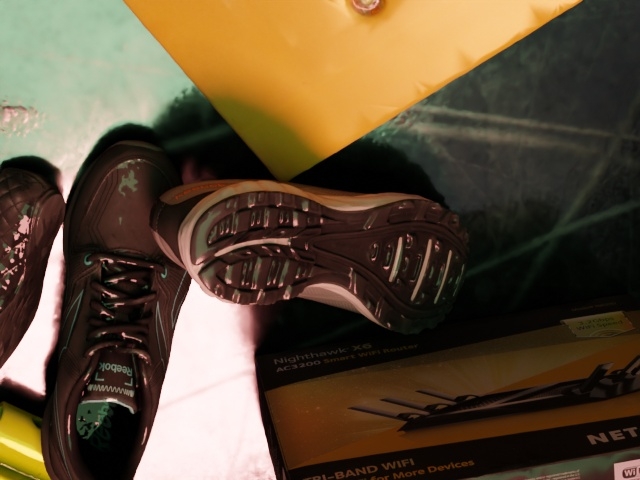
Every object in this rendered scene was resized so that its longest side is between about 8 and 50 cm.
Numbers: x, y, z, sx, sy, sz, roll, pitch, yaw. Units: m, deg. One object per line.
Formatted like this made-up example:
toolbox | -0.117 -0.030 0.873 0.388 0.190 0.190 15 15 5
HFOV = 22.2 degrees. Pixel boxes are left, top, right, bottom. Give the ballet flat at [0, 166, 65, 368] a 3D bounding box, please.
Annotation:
ballet flat | -0.232 0.029 1.192 0.049 0.057 0.173 29 106 24

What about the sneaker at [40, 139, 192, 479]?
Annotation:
sneaker | -0.138 0.063 1.167 0.101 0.106 0.267 6 96 -14

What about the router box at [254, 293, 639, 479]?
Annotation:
router box | 0.119 0.141 1.180 0.308 0.243 0.081 -9 111 -7

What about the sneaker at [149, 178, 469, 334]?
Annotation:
sneaker | 0.000 0.000 1.176 0.271 0.108 0.100 12 98 -38

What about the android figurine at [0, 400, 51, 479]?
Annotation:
android figurine | -0.255 0.248 1.256 0.272 0.056 0.248 26 103 -17

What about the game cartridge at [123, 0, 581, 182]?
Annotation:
game cartridge | -0.013 -0.227 1.080 0.285 0.053 0.324 -30 112 25
